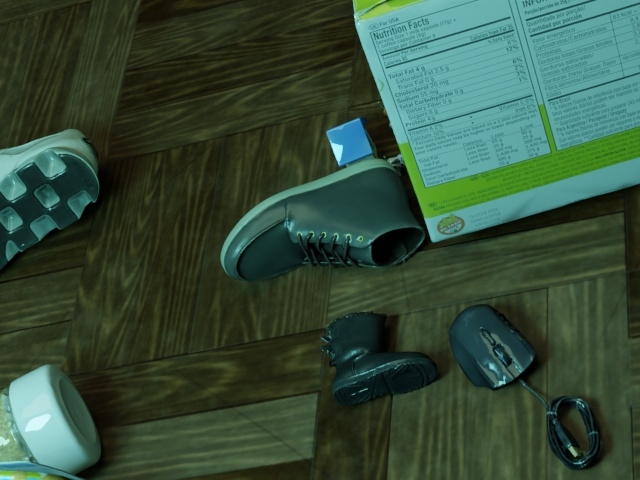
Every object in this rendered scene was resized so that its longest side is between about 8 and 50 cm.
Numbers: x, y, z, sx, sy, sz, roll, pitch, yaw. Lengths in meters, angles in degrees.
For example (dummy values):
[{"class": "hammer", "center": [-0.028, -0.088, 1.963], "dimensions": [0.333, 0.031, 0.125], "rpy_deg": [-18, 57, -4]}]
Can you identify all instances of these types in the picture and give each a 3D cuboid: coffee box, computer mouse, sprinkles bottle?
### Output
[{"class": "coffee box", "center": [0.215, -0.264, 1.868], "dimensions": [0.338, 0.334, 0.338], "rpy_deg": [-16, 45, 8]}, {"class": "computer mouse", "center": [0.198, 0.138, 1.753], "dimensions": [0.071, 0.041, 0.242], "rpy_deg": [-37, 44, -6]}, {"class": "sprinkles bottle", "center": [-0.417, 0.264, 1.925], "dimensions": [0.355, 0.121, 0.121], "rpy_deg": [-27, 44, 5]}]

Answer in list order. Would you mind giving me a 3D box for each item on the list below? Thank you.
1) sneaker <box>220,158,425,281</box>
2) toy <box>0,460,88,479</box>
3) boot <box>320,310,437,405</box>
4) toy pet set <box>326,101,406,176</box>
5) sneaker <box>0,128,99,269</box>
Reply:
[{"class": "sneaker", "center": [0.000, 0.000, 1.956], "dimensions": [0.222, 0.083, 0.118], "rpy_deg": [-29, 44, 2]}, {"class": "toy", "center": [-0.291, 0.264, 1.784], "dimensions": [0.137, 0.237, 0.056], "rpy_deg": [-7, 74, 21]}, {"class": "boot", "center": [0.060, 0.115, 1.850], "dimensions": [0.121, 0.045, 0.099], "rpy_deg": [-18, 42, 15]}, {"class": "toy pet set", "center": [0.069, -0.131, 2.047], "dimensions": [0.114, 0.065, 0.122], "rpy_deg": [-21, 44, 11]}, {"class": "sneaker", "center": [-0.416, -0.034, 2.213], "dimensions": [0.330, 0.122, 0.146], "rpy_deg": [-25, 26, 9]}]
